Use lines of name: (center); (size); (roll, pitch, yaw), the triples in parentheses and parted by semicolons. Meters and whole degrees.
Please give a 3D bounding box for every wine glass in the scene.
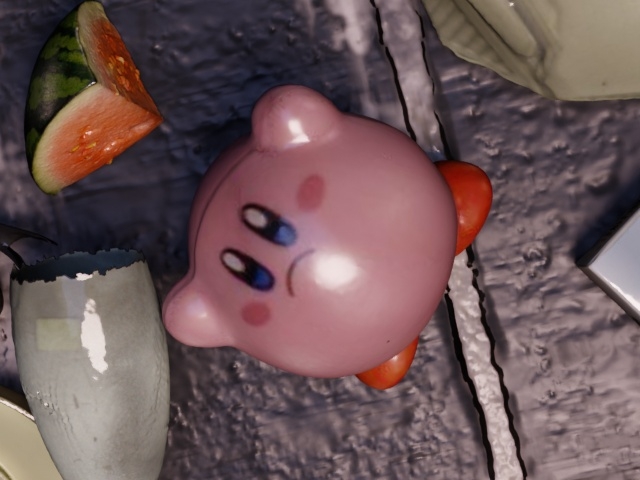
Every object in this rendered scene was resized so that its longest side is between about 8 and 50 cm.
wine glass: (-0.128, 0.178, 0.599); (0.096, 0.264, 0.309); (-6, 101, 1)

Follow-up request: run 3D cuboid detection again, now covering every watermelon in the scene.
watermelon: (-0.157, -0.088, 0.747); (0.094, 0.125, 0.135); (10, 122, -23)

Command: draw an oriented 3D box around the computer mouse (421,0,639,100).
computer mouse: (0.118, -0.281, 0.675); (0.228, 0.145, 0.429); (-32, 86, 7)

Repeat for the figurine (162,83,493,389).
figurine: (0.000, 0.000, 0.667); (0.173, 0.173, 0.173); (0, 89, 6)

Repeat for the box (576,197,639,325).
box: (0.304, -0.020, 0.688); (0.155, 0.067, 0.243); (45, 94, 3)

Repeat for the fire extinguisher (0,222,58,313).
fire extinguisher: (-0.280, 0.092, 0.742); (0.089, 0.072, 0.267); (35, 93, 27)

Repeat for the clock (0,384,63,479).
clock: (-0.266, 0.200, 0.720); (0.235, 0.029, 0.235); (-3, 103, -12)
